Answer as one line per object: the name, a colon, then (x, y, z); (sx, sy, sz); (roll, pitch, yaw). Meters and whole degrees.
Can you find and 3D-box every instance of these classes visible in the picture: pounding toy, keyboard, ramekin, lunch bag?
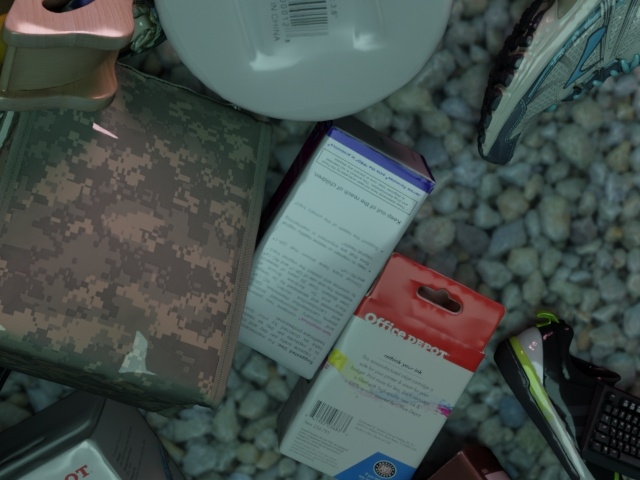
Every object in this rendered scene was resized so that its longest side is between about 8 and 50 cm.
pounding toy: (-0.220, -0.241, 1.047); (0.154, 0.269, 0.155); (12, 132, -15)
keyboard: (0.336, 0.189, 1.283); (0.180, 0.023, 0.108); (25, 76, -29)
ramekin: (-0.012, -0.235, 1.089); (0.277, 0.135, 0.277); (2, 123, 3)
lunch bag: (-0.183, -0.016, 1.130); (0.235, 0.169, 0.287); (20, 73, -21)

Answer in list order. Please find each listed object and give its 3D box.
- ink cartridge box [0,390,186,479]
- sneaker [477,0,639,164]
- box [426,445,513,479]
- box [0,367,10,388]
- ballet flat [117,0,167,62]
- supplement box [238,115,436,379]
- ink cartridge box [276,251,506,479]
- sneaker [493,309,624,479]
ink cartridge box: (-0.220, 0.285, 1.254); (0.171, 0.168, 0.232); (-30, 105, 6)
sneaker: (0.239, -0.173, 1.146); (0.122, 0.110, 0.283); (28, 116, -5)
box: (0.075, 0.398, 1.279); (0.381, 0.143, 0.191); (-42, 72, 9)
box: (-0.496, 0.107, 1.128); (0.395, 0.293, 0.212); (31, 104, -10)
ballet flat: (-0.222, -0.176, 1.173); (0.188, 0.070, 0.070); (-26, 106, 6)
supplement box: (0.000, 0.000, 1.208); (0.114, 0.111, 0.220); (28, 103, -9)
ink cartridge box: (0.067, 0.125, 1.264); (0.134, 0.078, 0.231); (27, 104, -10)
sneaker: (0.266, 0.174, 1.283); (0.097, 0.084, 0.234); (-34, 105, 5)
